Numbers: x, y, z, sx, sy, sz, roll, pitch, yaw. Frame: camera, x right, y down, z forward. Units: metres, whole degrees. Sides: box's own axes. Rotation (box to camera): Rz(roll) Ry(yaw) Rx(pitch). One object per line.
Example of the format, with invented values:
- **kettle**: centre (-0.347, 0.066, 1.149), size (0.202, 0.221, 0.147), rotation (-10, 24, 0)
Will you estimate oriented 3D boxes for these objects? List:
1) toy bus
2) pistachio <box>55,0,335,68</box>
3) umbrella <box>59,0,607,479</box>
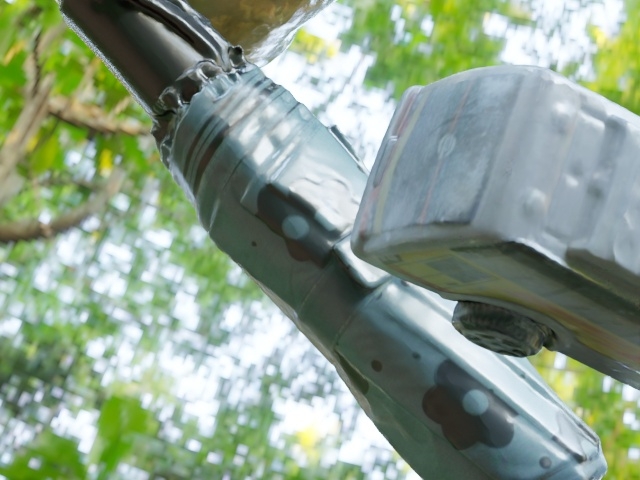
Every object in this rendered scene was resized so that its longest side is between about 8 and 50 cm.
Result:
- **toy bus**: centre (0.106, 0.017, 0.501), size (0.190, 0.064, 0.075), rotation (26, -15, -21)
- **pistachio**: centre (-0.051, -0.130, 0.771), size (0.108, 0.185, 0.126), rotation (-8, -78, 28)
- **umbrella**: centre (0.000, 0.001, 0.613), size (0.250, 0.052, 0.053), rotation (47, -44, 11)
